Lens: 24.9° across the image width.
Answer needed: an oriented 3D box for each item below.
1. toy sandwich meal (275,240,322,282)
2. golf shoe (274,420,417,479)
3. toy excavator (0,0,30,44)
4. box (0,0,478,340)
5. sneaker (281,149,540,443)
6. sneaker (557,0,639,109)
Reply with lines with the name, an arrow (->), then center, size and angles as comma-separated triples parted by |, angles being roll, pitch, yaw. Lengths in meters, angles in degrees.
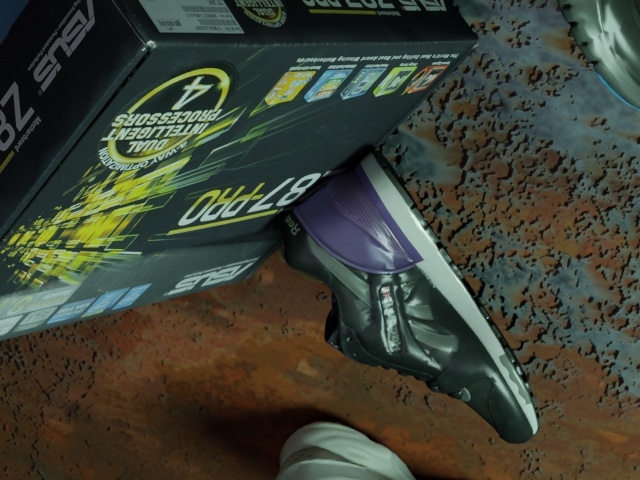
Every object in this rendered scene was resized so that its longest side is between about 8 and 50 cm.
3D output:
toy sandwich meal -> 0.000, 0.000, 1.263 | 0.086, 0.029, 0.085 | 5, 116, 10
golf shoe -> 0.091, 0.281, 1.318 | 0.306, 0.140, 0.115 | 22, 120, 4
toy excavator -> -0.201, -0.227, 1.105 | 0.222, 0.445, 0.433 | 49, 162, -7
box -> -0.102, -0.069, 1.047 | 0.318, 0.395, 0.097 | -43, 73, 30
sneaker -> 0.072, 0.069, 1.206 | 0.124, 0.107, 0.283 | -33, 106, 5
sneaker -> 0.213, -0.249, 1.006 | 0.140, 0.125, 0.340 | -16, 115, 15
